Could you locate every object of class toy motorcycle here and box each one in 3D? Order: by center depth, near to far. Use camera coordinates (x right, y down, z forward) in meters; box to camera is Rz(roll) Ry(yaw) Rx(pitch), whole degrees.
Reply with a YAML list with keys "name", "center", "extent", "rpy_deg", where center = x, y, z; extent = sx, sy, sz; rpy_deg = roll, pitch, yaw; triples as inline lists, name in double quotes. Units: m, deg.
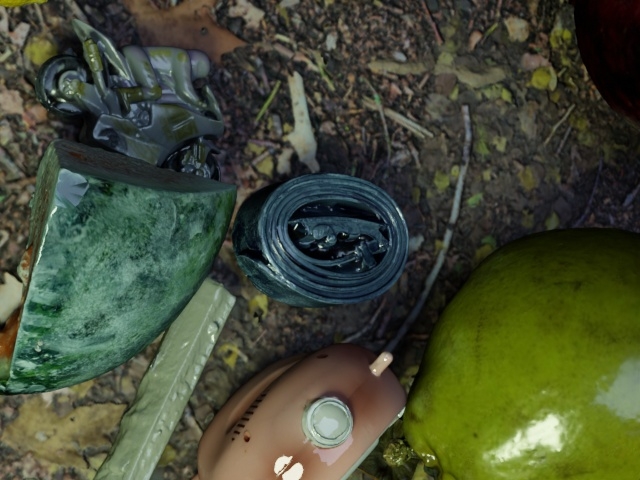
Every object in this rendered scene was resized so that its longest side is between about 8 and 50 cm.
- name: "toy motorcycle"
  center: [-0.173, -0.144, 1.572]
  extent: [0.225, 0.073, 0.152]
  rpy_deg: [36, 70, -23]

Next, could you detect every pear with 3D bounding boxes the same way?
- name: "pear"
  center: [0.290, 0.154, 1.654]
  extent: [0.413, 0.352, 0.352]
  rpy_deg: [-27, 99, -24]

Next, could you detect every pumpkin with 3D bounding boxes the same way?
- name: "pumpkin"
  center: [0.076, 0.231, 1.693]
  extent: [0.083, 0.054, 0.074]
  rpy_deg: [33, 74, -31]

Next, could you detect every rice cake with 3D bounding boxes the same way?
- name: "rice cake"
  center: [-0.159, 0.153, 1.573]
  extent: [0.057, 0.052, 0.256]
  rpy_deg: [23, 73, 8]

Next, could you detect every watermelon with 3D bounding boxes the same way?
- name: "watermelon"
  center: [-0.235, -0.004, 1.462]
  extent: [0.320, 0.289, 0.214]
  rpy_deg: [-35, 66, -7]

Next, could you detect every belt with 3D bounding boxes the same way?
- name: "belt"
  center: [0.000, 0.000, 1.650]
  extent: [0.190, 0.082, 0.141]
  rpy_deg: [7, 78, -29]

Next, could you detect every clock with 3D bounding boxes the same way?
- name: "clock"
  center: [-0.025, 0.190, 1.528]
  extent: [0.142, 0.241, 0.227]
  rpy_deg: [44, 71, 2]

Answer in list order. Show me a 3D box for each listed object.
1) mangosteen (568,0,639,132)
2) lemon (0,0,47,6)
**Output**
- name: "mangosteen"
  center: [0.495, -0.289, 1.786]
  extent: [0.421, 0.381, 0.381]
  rpy_deg: [-20, 97, -41]
- name: "lemon"
  center: [-0.308, -0.272, 1.503]
  extent: [0.110, 0.082, 0.082]
  rpy_deg: [42, 69, -24]
